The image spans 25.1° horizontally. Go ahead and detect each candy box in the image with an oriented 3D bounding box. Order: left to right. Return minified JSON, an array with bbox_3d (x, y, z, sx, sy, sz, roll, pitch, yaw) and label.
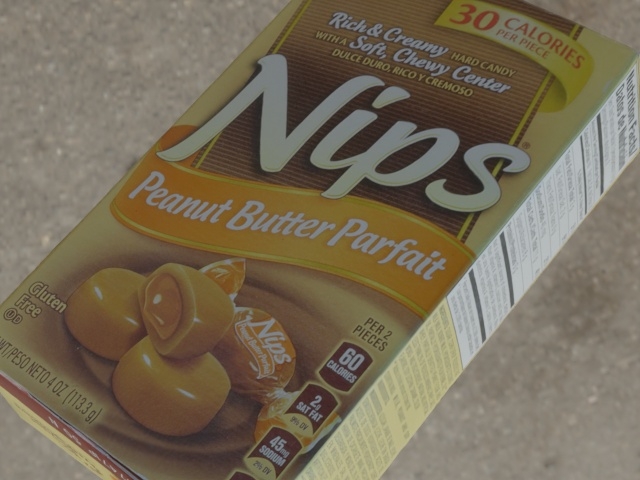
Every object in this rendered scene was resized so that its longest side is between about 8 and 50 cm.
[{"bbox_3d":[0.000,0.000,0.726,0.316,0.183,0.087,-49,151,-18],"label":"candy box"}]
